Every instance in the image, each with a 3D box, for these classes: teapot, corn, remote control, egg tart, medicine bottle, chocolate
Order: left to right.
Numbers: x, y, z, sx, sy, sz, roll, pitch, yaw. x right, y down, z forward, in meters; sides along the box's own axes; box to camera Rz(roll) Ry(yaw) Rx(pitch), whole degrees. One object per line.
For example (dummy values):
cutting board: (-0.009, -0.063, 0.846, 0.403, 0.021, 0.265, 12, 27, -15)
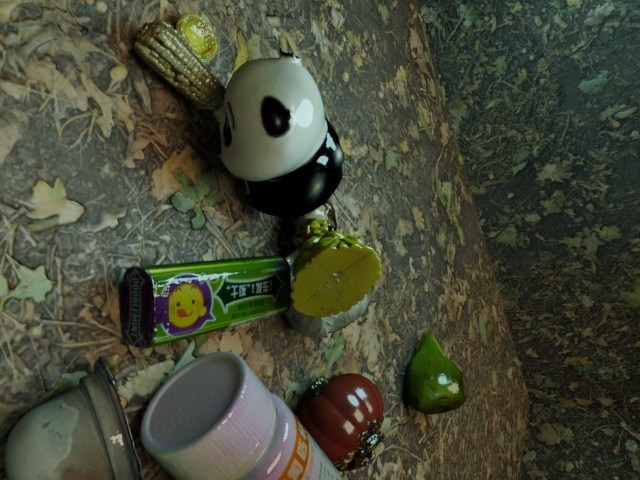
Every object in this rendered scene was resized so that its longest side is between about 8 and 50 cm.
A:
chocolate: (-0.330, 0.276, 0.611, 0.147, 0.221, 0.221, -16, 98, -26)
corn: (-0.258, -0.319, 0.875, 0.211, 0.087, 0.086, 48, 48, -47)
egg tart: (-0.254, -0.405, 0.926, 0.105, 0.039, 0.104, 14, 72, -53)
medicine bottle: (-0.120, 0.394, 0.812, 0.388, 0.220, 0.219, 61, 40, -27)
remote control: (-0.080, -0.024, 1.123, 0.039, 0.014, 0.096, 37, 54, -45)
teapot: (-0.003, 0.118, 1.079, 0.178, 0.164, 0.221, -25, 103, -49)

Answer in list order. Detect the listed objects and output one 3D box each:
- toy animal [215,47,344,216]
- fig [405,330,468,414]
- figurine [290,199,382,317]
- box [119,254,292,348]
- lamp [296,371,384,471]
toy animal: (-0.078, -0.209, 0.918, 0.309, 0.251, 0.250, 75, 23, -63)
fig: (0.379, 0.442, 1.563, 0.206, 0.206, 0.274, 41, 31, -43)
figurine: (-0.003, -0.002, 1.013, 0.168, 0.187, 0.315, 15, 28, -23)
box: (-0.195, 0.101, 0.868, 0.346, 0.097, 0.134, -4, 96, -55)
lamp: (0.049, 0.416, 1.050, 0.227, 0.227, 0.226, 14, 72, -53)
